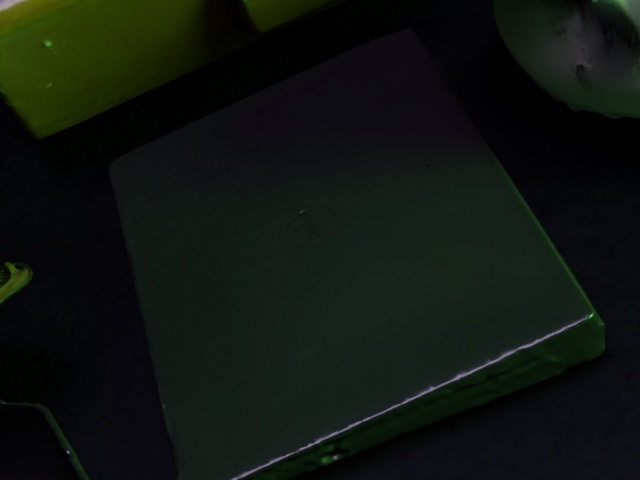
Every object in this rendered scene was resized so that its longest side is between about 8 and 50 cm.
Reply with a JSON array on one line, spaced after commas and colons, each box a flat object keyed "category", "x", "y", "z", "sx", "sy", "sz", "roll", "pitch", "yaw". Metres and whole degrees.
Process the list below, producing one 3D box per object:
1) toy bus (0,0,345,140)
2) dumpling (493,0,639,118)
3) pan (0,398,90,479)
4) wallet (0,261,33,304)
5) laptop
[{"category": "toy bus", "x": -0.055, "y": -0.133, "z": 0.582, "sx": 0.201, "sy": 0.098, "sz": 0.114, "roll": -24, "pitch": 65, "yaw": -1}, {"category": "dumpling", "x": 0.126, "y": -0.101, "z": 0.486, "sx": 0.176, "sy": 0.092, "sz": 0.150, "roll": -23, "pitch": 24, "yaw": 8}, {"category": "pan", "x": -0.099, "y": 0.120, "z": 0.362, "sx": 0.128, "sy": 0.048, "sz": 0.202, "roll": -32, "pitch": 37, "yaw": -9}, {"category": "wallet", "x": -0.196, "y": 0.034, "z": 0.485, "sx": 0.198, "sy": 0.031, "sz": 0.110, "roll": -7, "pitch": 28, "yaw": 38}, {"category": "laptop", "x": 0.000, "y": 0.000, "z": 0.484, "sx": 0.135, "sy": 0.016, "sz": 0.197, "roll": -23, "pitch": 37, "yaw": 1}]
